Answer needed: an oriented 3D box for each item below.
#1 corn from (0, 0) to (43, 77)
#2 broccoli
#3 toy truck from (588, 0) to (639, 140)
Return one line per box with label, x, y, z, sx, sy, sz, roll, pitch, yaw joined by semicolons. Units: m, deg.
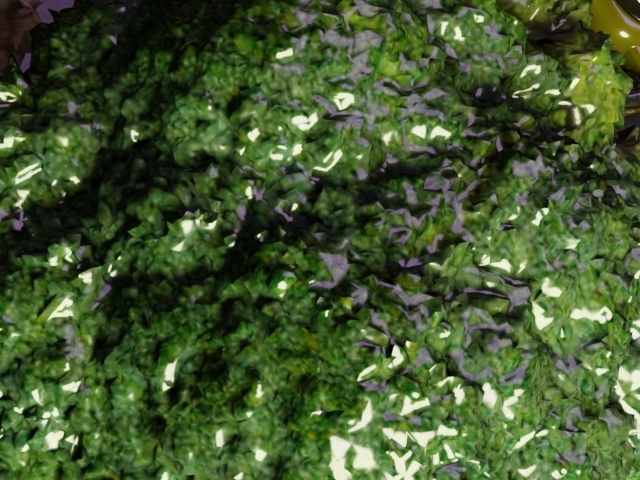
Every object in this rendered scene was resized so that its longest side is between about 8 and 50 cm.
corn;-0.244;-0.205;0.750;0.335;0.126;0.126;56;28;11
broccoli;-0.006;0.053;0.579;0.304;0.321;0.283;54;-2;-8
toy truck;0.207;-0.105;1.256;0.165;0.147;0.224;-8;58;-30
